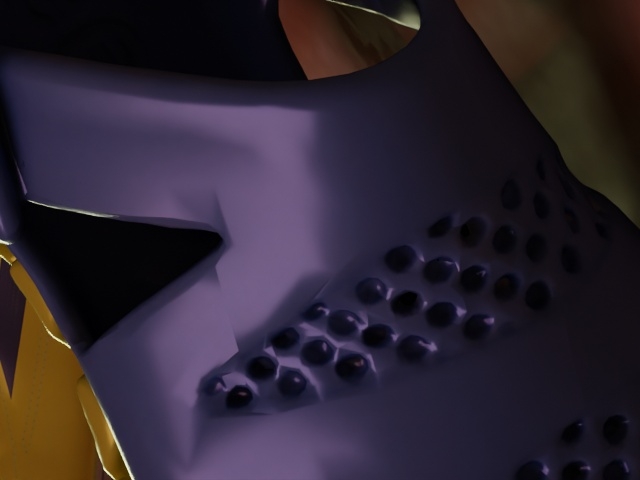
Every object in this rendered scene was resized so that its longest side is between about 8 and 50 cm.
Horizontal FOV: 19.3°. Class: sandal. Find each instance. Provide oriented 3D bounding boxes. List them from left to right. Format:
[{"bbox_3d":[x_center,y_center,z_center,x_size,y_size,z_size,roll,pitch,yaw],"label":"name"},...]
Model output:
[{"bbox_3d":[0.000,0.000,0.363,0.317,0.126,0.138,45,156,10],"label":"sandal"}]

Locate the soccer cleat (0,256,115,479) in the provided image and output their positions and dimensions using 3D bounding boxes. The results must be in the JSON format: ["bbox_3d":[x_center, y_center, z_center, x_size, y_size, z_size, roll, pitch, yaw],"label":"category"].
[{"bbox_3d":[-0.119,0.029,0.660,0.289,0.121,0.093,65,163,-7],"label":"soccer cleat"}]
